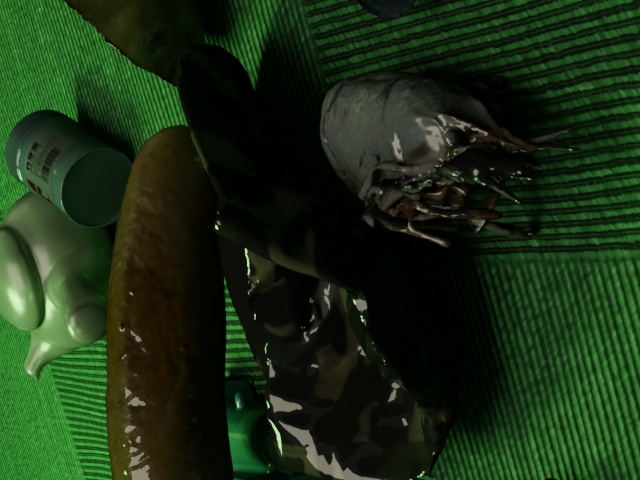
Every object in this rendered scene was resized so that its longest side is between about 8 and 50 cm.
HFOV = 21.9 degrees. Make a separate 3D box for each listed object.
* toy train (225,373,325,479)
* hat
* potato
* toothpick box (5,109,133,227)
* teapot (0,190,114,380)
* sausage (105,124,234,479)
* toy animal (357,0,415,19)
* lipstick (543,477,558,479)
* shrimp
[{"bbox_3d":[-0.066,0.241,1.746,0.298,0.120,0.194,-9,95,61],"label":"toy train"},{"bbox_3d":[0.000,0.000,1.483,0.366,0.257,0.382,83,-170,-55],"label":"hat"},{"bbox_3d":[-0.196,-0.265,1.652,0.111,0.160,0.271,-52,53,8],"label":"potato"},{"bbox_3d":[-0.296,-0.086,1.956,0.153,0.101,0.101,32,134,50],"label":"toothpick box"},{"bbox_3d":[-0.316,0.033,2.017,0.220,0.149,0.318,67,153,4],"label":"teapot"},{"bbox_3d":[-0.149,0.126,1.655,0.123,0.136,0.501,-14,76,47],"label":"sausage"},{"bbox_3d":[-0.006,-0.246,1.268,0.218,0.179,0.116,-15,68,63],"label":"toy animal"},{"bbox_3d":[0.150,0.273,1.434,0.068,0.061,0.274,62,151,20],"label":"lipstick"},{"bbox_3d":[0.094,-0.057,1.271,0.343,0.116,0.145,16,122,65],"label":"shrimp"}]
